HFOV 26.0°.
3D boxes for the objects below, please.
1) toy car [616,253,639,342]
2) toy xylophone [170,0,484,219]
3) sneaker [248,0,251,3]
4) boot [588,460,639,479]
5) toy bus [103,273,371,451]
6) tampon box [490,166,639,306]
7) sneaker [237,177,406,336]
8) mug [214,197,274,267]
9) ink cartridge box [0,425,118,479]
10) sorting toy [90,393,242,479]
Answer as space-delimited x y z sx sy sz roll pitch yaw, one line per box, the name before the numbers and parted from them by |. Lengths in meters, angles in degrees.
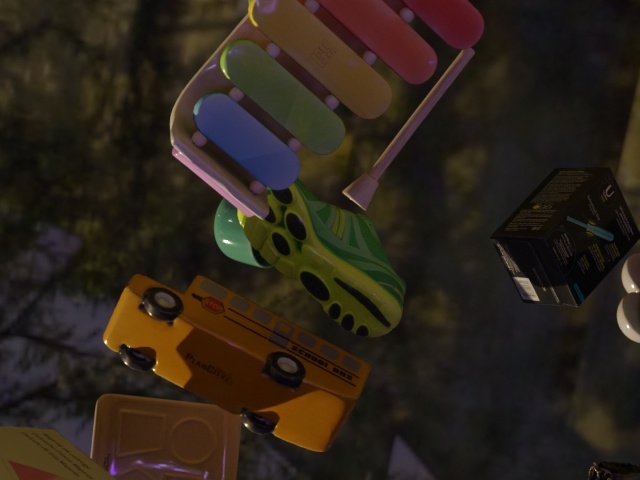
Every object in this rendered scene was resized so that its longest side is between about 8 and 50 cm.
toy car | 0.497 0.068 1.876 0.136 0.159 0.182 32 -135 -14
toy xylophone | 0.021 -0.159 1.238 0.236 0.323 0.081 31 -173 -24
sneaker | 0.005 -0.318 1.736 0.134 0.146 0.343 12 -170 32
boot | 0.390 0.438 2.098 0.091 0.229 0.263 27 -162 37
toy bus | -0.109 0.149 1.819 0.332 0.108 0.130 28 -149 0
tampon box | 0.331 -0.006 1.865 0.161 0.120 0.101 -43 -154 -29
sneaker | 0.000 0.000 1.832 0.295 0.109 0.123 49 -147 -7
mug | -0.107 -0.035 2.284 0.097 0.129 0.158 13 -137 32
ink cartridge box | -0.302 0.311 1.643 0.330 0.071 0.324 9 -168 -46
sorting toy | -0.223 0.322 1.976 0.208 0.193 0.038 6 -179 -2
